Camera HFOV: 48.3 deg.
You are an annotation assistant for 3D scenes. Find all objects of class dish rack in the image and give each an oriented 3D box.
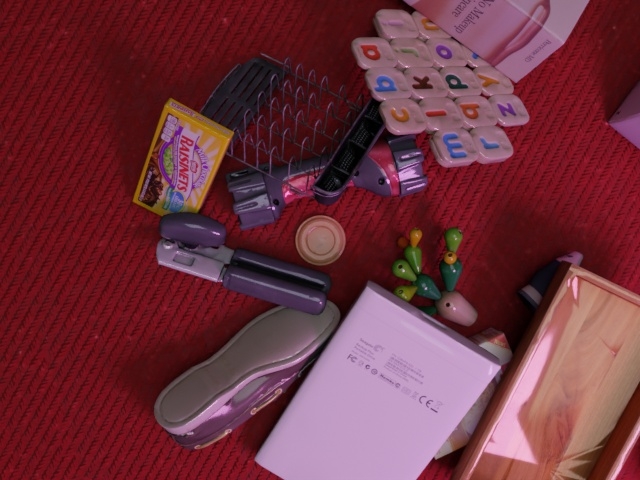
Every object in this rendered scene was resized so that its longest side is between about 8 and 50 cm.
[{"bbox_3d":[-0.044,-0.184,1.080,0.272,0.074,0.208,28,66,11],"label":"dish rack"}]

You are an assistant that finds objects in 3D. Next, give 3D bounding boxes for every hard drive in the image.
[{"bbox_3d":[0.081,0.265,1.113,0.233,0.047,0.353,31,107,-1],"label":"hard drive"}]

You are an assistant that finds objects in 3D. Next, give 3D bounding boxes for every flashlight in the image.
[{"bbox_3d":[0.011,-0.088,1.129,0.304,0.103,0.103,-17,119,-3],"label":"flashlight"}]

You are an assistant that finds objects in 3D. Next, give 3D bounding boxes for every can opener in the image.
[{"bbox_3d":[-0.119,0.032,1.110,0.284,0.095,0.076,16,46,1],"label":"can opener"}]

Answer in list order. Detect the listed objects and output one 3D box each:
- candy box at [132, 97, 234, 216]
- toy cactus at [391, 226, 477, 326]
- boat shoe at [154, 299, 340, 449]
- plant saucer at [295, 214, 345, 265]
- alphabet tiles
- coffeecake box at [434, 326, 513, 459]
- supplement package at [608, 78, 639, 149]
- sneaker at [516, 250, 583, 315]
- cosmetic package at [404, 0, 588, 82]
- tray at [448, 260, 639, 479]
[{"bbox_3d":[-0.212,-0.110,1.082,0.105,0.027,0.206,26,132,-7],"label":"candy box"},{"bbox_3d":[0.175,0.085,1.161,0.180,0.112,0.219,33,87,-24],"label":"toy cactus"},{"bbox_3d":[-0.102,0.210,1.131,0.324,0.116,0.096,-34,135,-15],"label":"boat shoe"},{"bbox_3d":[0.000,0.000,1.173,0.084,0.013,0.083,0,92,-4],"label":"plant saucer"},{"bbox_3d":[0.186,-0.239,1.098,0.278,0.021,0.284,-10,68,-30],"label":"alphabet tiles"},{"bbox_3d":[0.237,0.248,1.173,0.186,0.068,0.142,-25,94,-3],"label":"coffeecake box"},{"bbox_3d":[0.655,-0.177,1.137,0.293,0.175,0.177,37,89,-5],"label":"supplement package"},{"bbox_3d":[0.478,0.154,1.168,0.319,0.112,0.131,44,91,-6],"label":"sneaker"},{"bbox_3d":[0.245,-0.398,1.096,0.296,0.153,0.129,34,72,-4],"label":"cosmetic package"},{"bbox_3d":[0.375,0.259,1.094,0.203,0.076,0.410,26,96,4],"label":"tray"}]
